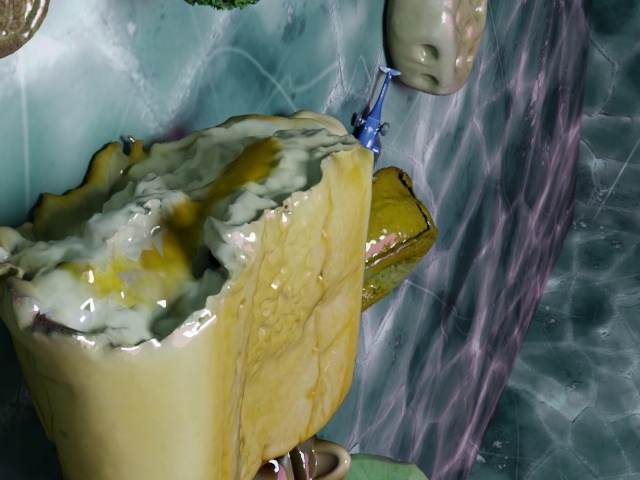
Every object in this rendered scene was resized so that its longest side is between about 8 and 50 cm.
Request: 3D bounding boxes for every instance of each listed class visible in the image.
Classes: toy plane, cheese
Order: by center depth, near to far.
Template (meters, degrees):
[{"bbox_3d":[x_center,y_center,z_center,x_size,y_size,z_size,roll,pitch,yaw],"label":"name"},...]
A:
[{"bbox_3d":[0.083,-0.193,1.240,0.062,0.054,0.167,109,0,-84],"label":"toy plane"},{"bbox_3d":[0.189,-0.352,1.275,0.218,0.117,0.235,-46,142,-48],"label":"cheese"}]

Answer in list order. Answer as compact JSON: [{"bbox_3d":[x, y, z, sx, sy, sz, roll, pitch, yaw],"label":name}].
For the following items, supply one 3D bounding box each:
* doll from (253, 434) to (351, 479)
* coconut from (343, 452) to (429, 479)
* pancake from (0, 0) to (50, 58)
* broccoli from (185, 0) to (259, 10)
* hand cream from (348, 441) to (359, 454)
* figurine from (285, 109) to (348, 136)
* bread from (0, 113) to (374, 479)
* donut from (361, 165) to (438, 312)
[{"bbox_3d":[-0.118,0.372,1.012,0.339,0.209,0.318,-63,-174,-18],"label":"doll"},{"bbox_3d":[0.061,0.498,1.323,0.328,0.281,0.328,-30,159,-13],"label":"coconut"},{"bbox_3d":[-0.244,-0.191,0.595,0.115,0.011,0.114,-39,136,-51],"label":"pancake"},{"bbox_3d":[-0.076,-0.329,0.596,0.275,0.308,0.307,2,104,-38],"label":"broccoli"},{"bbox_3d":[0.056,0.576,1.632,0.109,0.067,0.320,-31,127,-54],"label":"hand cream"},{"bbox_3d":[-0.033,-0.068,1.001,0.196,0.114,0.108,-60,159,-9],"label":"figurine"},{"bbox_3d":[-0.131,0.095,0.735,0.361,0.250,0.394,-41,143,-46],"label":"bread"},{"bbox_3d":[0.042,0.033,1.060,0.272,0.107,0.272,-37,161,-15],"label":"donut"}]
